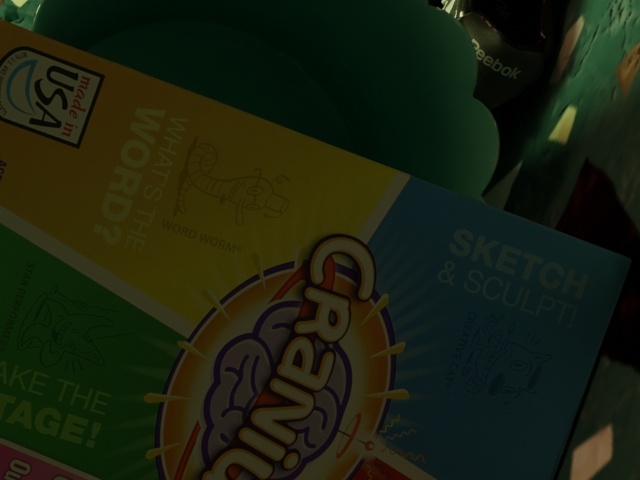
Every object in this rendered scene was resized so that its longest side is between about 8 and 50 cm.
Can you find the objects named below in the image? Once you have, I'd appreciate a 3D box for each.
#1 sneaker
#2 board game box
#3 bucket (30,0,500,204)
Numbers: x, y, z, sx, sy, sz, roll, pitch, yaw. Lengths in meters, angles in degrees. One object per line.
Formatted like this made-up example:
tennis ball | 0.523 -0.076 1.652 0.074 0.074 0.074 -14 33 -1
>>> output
sneaker | 0.099 -0.110 0.816 0.106 0.078 0.234 -119 52 -77
board game box | -0.040 0.065 0.583 0.064 0.316 0.242 -160 89 -77
bucket | -0.051 -0.047 0.729 0.183 0.281 0.281 -19 52 69
